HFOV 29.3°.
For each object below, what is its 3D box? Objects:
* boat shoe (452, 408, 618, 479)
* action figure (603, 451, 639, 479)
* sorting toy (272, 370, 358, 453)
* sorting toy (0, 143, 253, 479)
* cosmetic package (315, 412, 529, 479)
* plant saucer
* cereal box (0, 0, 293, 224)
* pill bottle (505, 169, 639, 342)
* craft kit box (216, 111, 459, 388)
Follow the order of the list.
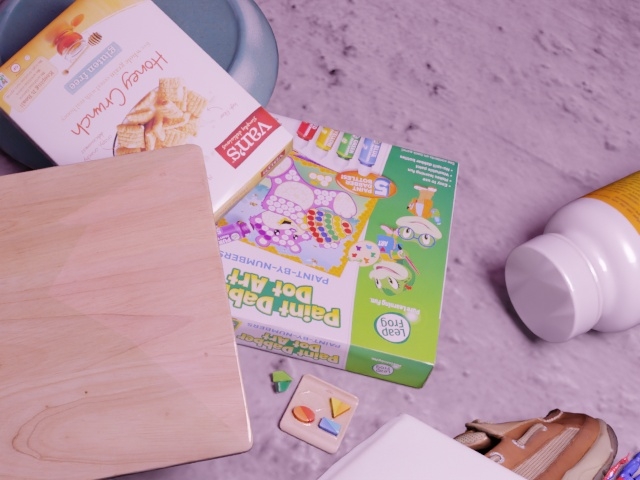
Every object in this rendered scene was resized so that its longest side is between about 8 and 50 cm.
[{"bbox_3d":[0.153,0.190,0.973,0.120,0.123,0.324,33,15,11],"label":"boat shoe"},{"bbox_3d":[0.286,0.219,1.128,0.115,0.030,0.038,-32,74,-27],"label":"action figure"},{"bbox_3d":[-0.012,0.150,1.108,0.083,0.012,0.062,25,55,3],"label":"sorting toy"},{"bbox_3d":[-0.202,0.073,1.011,0.257,0.089,0.256,-10,77,-4],"label":"sorting toy"},{"bbox_3d":[0.096,0.376,0.681,0.393,0.330,0.327,25,37,29],"label":"cosmetic package"},{"bbox_3d":[-0.201,-0.193,1.238,0.317,0.044,0.318,0,54,0],"label":"plant saucer"},{"bbox_3d":[-0.167,-0.112,1.126,0.240,0.047,0.173,43,78,9],"label":"cereal box"},{"bbox_3d":[0.306,0.009,1.205,0.245,0.136,0.136,-23,65,-26],"label":"pill bottle"},{"bbox_3d":[0.000,0.000,1.188,0.249,0.061,0.247,14,57,-4],"label":"craft kit box"}]
